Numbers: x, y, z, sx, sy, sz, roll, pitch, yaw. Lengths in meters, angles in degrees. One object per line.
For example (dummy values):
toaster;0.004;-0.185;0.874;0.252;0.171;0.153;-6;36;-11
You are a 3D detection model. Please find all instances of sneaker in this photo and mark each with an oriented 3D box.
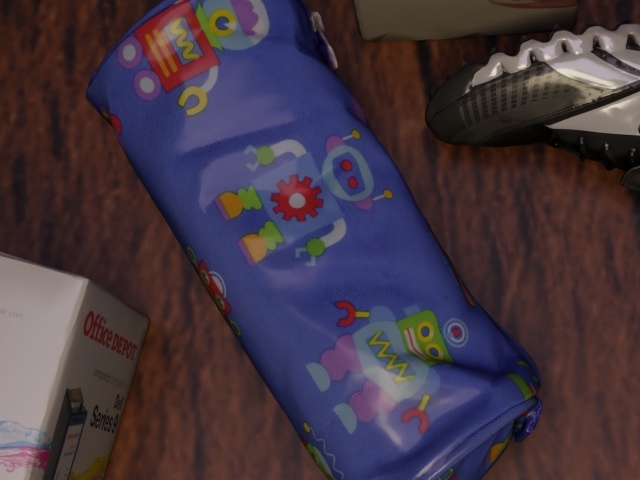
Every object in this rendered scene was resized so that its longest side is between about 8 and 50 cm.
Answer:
sneaker;0.175;-0.062;0.956;0.234;0.078;0.106;-9;76;2

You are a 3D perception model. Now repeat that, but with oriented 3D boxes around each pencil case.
pencil case;0.000;0.000;0.941;0.133;0.119;0.306;-30;78;-9

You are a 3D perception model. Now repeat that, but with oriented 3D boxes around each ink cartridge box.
ink cartridge box;-0.171;0.117;0.916;0.093;0.154;0.212;13;81;8

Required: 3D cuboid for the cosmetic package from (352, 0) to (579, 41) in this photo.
cosmetic package;0.071;-0.212;0.883;0.129;0.296;0.153;-2;81;4
